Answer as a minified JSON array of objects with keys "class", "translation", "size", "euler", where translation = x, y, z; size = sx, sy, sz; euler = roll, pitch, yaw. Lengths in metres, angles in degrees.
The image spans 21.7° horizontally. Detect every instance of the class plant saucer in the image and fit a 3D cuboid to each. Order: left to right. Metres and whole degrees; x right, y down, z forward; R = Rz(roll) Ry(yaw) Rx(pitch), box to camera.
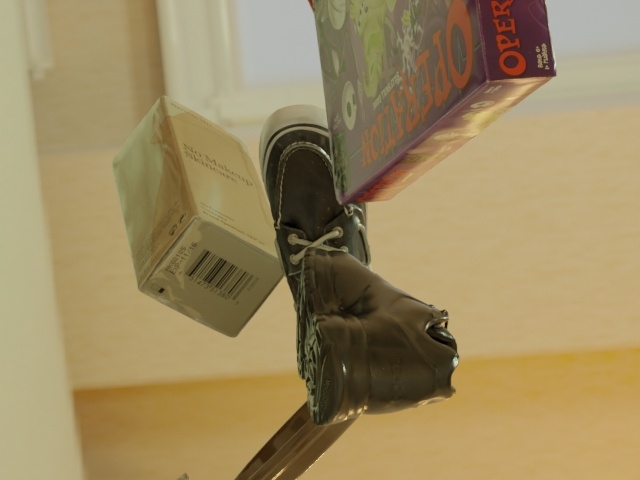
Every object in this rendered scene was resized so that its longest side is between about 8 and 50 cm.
[{"class":"plant saucer","translation":[-0.004,0.204,1.864],"size":[0.041,0.278,0.278],"euler":[44,7,0]}]

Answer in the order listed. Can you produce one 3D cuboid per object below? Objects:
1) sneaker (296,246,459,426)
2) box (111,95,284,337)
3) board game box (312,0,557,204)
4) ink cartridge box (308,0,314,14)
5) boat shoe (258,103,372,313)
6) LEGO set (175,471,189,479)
[{"class":"sneaker","translation":[0.045,0.082,1.411],"size":[0.286,0.130,0.109],"euler":[-106,-162,-70]},{"class":"box","translation":[-0.151,-0.035,2.027],"size":[0.121,0.148,0.311],"euler":[-52,-150,18]},{"class":"board game box","translation":[0.058,-0.156,1.076],"size":[0.347,0.056,0.208],"euler":[141,-61,-73]},{"class":"ink cartridge box","translation":[0.076,-0.299,1.366],"size":[0.131,0.226,0.306],"euler":[26,31,-44]},{"class":"boat shoe","translation":[0.000,0.000,1.728],"size":[0.102,0.108,0.301],"euler":[-91,175,-49]},{"class":"LEGO set","translation":[-0.124,0.351,1.753],"size":[0.244,0.060,0.182],"euler":[54,5,-6]}]
